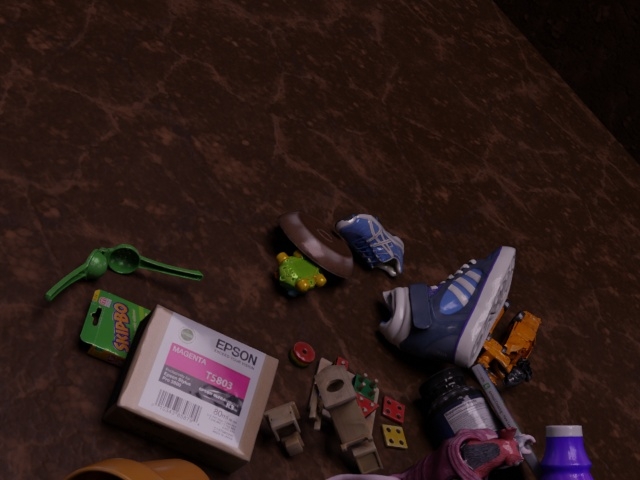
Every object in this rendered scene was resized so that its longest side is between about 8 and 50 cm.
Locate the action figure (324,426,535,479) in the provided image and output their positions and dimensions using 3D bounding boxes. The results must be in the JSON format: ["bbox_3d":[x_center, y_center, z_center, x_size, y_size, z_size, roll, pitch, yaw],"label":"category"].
[{"bbox_3d":[0.182,0.379,1.599,0.276,0.370,0.248,33,37,-9],"label":"action figure"}]

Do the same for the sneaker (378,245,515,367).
[{"bbox_3d":[0.253,0.107,2.090,0.236,0.130,0.322,18,54,20],"label":"sneaker"}]

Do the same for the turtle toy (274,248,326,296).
[{"bbox_3d":[-0.038,0.070,2.006,0.130,0.066,0.095,-12,56,-47],"label":"turtle toy"}]

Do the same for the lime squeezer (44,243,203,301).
[{"bbox_3d":[-0.363,0.056,1.750,0.310,0.059,0.110,-6,53,-44],"label":"lime squeezer"}]

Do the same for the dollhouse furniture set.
[{"bbox_3d":[0.001,0.335,1.761,0.161,0.182,0.101,-20,31,-2],"label":"dollhouse furniture set"}]

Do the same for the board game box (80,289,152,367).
[{"bbox_3d":[-0.281,0.181,1.708,0.259,0.039,0.124,28,37,-18],"label":"board game box"}]

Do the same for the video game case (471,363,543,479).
[{"bbox_3d":[0.375,0.364,1.948,0.212,0.023,0.193,55,6,-39],"label":"video game case"}]

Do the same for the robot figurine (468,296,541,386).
[{"bbox_3d":[0.384,0.213,2.196,0.211,0.085,0.291,40,35,4],"label":"robot figurine"}]

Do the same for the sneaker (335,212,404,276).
[{"bbox_3d":[0.115,0.009,2.168,0.211,0.080,0.081,28,42,-38],"label":"sneaker"}]

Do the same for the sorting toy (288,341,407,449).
[{"bbox_3d":[0.060,0.291,1.868,0.275,0.046,0.132,31,37,-11],"label":"sorting toy"}]

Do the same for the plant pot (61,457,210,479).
[{"bbox_3d":[-0.244,0.390,1.395,0.205,0.205,0.188,49,22,14],"label":"plant pot"}]

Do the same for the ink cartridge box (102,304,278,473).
[{"bbox_3d":[-0.205,0.241,1.624,0.235,0.088,0.193,26,55,-15],"label":"ink cartridge box"}]

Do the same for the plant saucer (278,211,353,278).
[{"bbox_3d":[0.000,0.000,2.083,0.199,0.036,0.198,36,16,-12],"label":"plant saucer"}]

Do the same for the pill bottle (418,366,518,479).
[{"bbox_3d":[0.280,0.358,1.918,0.123,0.123,0.219,-1,50,-41],"label":"pill bottle"}]

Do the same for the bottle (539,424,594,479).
[{"bbox_3d":[0.455,0.483,1.841,0.092,0.118,0.282,8,78,-41],"label":"bottle"}]
